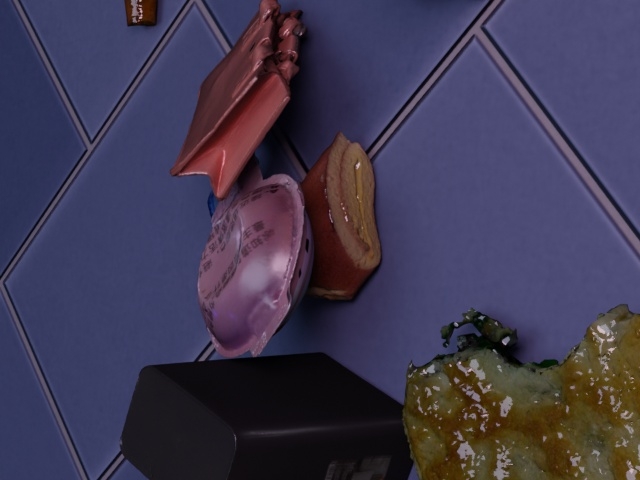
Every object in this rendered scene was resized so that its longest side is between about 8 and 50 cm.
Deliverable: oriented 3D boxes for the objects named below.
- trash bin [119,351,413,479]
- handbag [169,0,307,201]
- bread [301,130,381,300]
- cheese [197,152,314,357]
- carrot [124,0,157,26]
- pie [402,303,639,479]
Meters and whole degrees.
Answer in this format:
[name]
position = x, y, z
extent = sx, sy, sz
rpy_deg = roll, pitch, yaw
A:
[trash bin]
position = -0.047, 0.181, 1.298
extent = 0.165, 0.226, 0.115
rpy_deg = 31, 107, 42
[handbag]
position = -0.078, -0.149, 1.400
extent = 0.157, 0.059, 0.212
rpy_deg = -52, 16, 27
[bread]
position = -0.001, 0.000, 1.378
extent = 0.119, 0.067, 0.192
rpy_deg = 52, 121, 34
[cheese]
position = -0.070, 0.002, 1.351
extent = 0.189, 0.074, 0.286
rpy_deg = -57, 28, 23
[carrot]
position = -0.210, -0.330, 1.632
extent = 0.055, 0.055, 0.161
rpy_deg = 2, 95, 45
[pie]
position = 0.212, 0.189, 1.146
extent = 0.371, 0.078, 0.296
rpy_deg = -12, 77, 45
